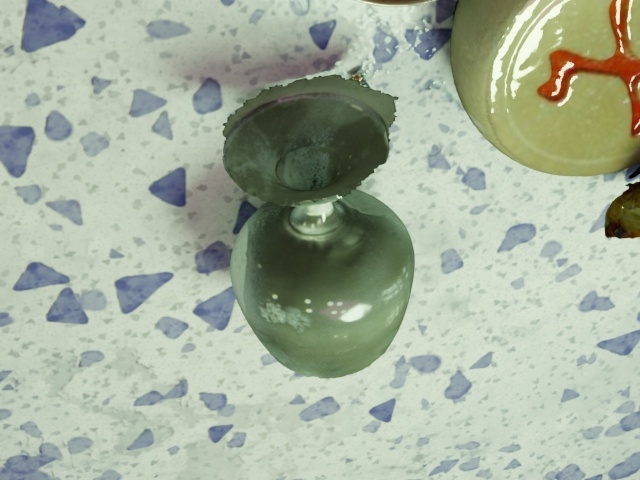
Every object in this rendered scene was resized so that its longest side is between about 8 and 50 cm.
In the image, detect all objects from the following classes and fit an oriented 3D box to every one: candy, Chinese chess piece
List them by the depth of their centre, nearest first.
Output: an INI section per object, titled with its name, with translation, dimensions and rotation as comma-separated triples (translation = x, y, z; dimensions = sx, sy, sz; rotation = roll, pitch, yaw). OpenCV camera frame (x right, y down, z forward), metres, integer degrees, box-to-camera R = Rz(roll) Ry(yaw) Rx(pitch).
[Chinese chess piece]
translation = 0.315, -0.232, 1.390
dimensions = 0.338, 0.140, 0.338
rotation = -9, 132, -10
[candy]
translation = 0.049, -0.165, 1.448
dimensions = 0.030, 0.020, 0.083
rotation = -20, 133, -3

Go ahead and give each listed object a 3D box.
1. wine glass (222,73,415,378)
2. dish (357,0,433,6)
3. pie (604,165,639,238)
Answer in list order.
[wine glass]
translation = 0.000, 0.000, 1.448
dimensions = 0.238, 0.238, 0.323
rotation = -11, 136, -7
[dish]
translation = 0.079, -0.350, 1.244
dimensions = 0.213, 0.090, 0.213
rotation = -11, 135, -11
[pie]
translation = 0.464, -0.100, 1.488
dimensions = 0.085, 0.308, 0.308
rotation = 43, 113, -4
